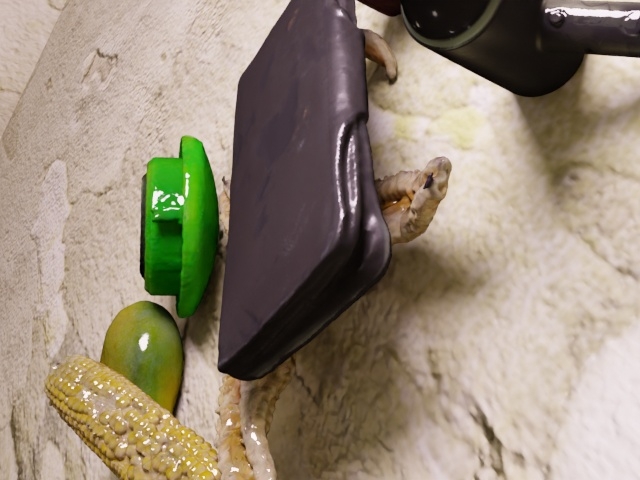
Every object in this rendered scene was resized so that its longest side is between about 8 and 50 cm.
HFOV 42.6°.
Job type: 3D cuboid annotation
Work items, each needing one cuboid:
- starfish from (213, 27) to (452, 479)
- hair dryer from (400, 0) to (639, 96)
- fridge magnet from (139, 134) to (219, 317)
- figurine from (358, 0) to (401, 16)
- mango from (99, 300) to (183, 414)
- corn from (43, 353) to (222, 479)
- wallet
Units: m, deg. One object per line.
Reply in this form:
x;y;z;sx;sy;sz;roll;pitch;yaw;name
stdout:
0.000;0.000;0.722;0.324;0.082;0.432;-47;30;27;starfish
0.174;-0.137;0.495;0.248;0.196;0.077;13;95;36;hair dryer
-0.160;-0.016;0.931;0.208;0.088;0.208;-179;90;-79;fridge magnet
0.076;-0.274;0.772;0.154;0.082;0.098;13;88;57;figurine
-0.212;0.162;0.939;0.122;0.086;0.191;-18;57;41;mango
-0.175;0.199;0.805;0.288;0.086;0.086;29;97;35;corn
-0.023;-0.082;0.694;0.197;0.051;0.377;-46;34;38;wallet
